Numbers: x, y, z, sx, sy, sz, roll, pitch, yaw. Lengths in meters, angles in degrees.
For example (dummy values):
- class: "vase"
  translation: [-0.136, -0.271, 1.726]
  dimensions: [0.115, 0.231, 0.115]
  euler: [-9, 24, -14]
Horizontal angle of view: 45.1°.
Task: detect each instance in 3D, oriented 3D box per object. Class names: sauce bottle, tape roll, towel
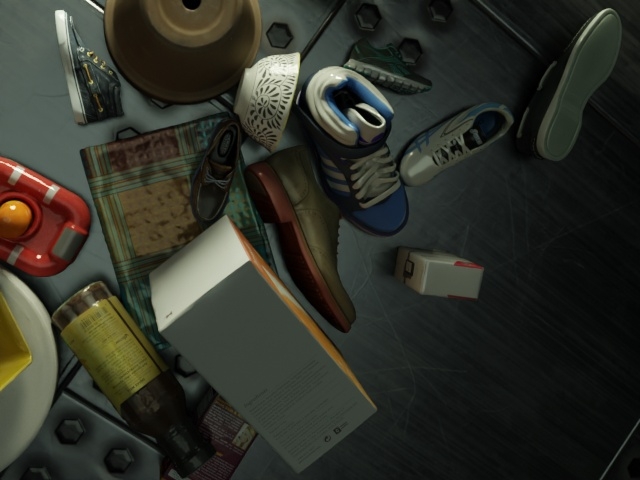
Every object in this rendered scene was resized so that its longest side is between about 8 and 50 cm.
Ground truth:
- class: "sauce bottle"
  translation: [-0.300, 0.232, 1.261]
  dimensions: [0.111, 0.111, 0.344]
  euler: [-36, 86, -8]
- class: "tape roll"
  translation: [-0.611, 0.205, 1.205]
  dimensions: [0.392, 0.072, 0.392]
  euler: [-1, 96, -13]
- class: "towel"
  translation: [-0.231, -0.012, 1.330]
  dimensions: [0.271, 0.040, 0.370]
  euler: [-17, 98, -12]

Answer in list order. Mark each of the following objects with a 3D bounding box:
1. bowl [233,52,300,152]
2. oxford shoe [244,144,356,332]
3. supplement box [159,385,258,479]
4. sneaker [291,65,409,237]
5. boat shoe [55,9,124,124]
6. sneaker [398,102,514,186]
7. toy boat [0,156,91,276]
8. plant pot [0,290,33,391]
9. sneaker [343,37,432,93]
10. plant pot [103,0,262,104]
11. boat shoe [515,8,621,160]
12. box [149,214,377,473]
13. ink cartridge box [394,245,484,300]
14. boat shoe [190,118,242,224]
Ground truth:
- class: "bowl"
  translation: [-0.096, -0.236, 1.265]
  dimensions: [0.080, 0.170, 0.170]
  euler: [14, 91, -13]
- class: "oxford shoe"
  translation: [0.000, 0.000, 1.339]
  dimensions: [0.130, 0.123, 0.348]
  euler: [-32, 112, -20]
- class: "supplement box"
  translation: [-0.189, 0.355, 1.349]
  dimensions: [0.104, 0.081, 0.188]
  euler: [33, 87, -13]
- class: "sneaker"
  translation: [0.072, -0.139, 1.286]
  dimensions: [0.130, 0.236, 0.323]
  euler: [-32, 100, -9]
- class: "boat shoe"
  translation: [-0.378, -0.286, 1.263]
  dimensions: [0.083, 0.065, 0.183]
  euler: [-13, 103, -14]
- class: "sneaker"
  translation: [0.245, -0.178, 1.402]
  dimensions: [0.237, 0.086, 0.085]
  euler: [-34, 103, -7]
- class: "toy boat"
  translation: [-0.484, -0.038, 1.210]
  dimensions: [0.231, 0.151, 0.151]
  euler: [29, 88, -14]
- class: "plant pot"
  translation: [-0.566, 0.141, 1.079]
  dimensions: [0.187, 0.212, 0.212]
  euler: [-22, 99, 2]
- class: "sneaker"
  translation: [0.128, -0.313, 1.376]
  dimensions: [0.166, 0.065, 0.076]
  euler: [16, 87, -15]
- class: "plant pot"
  translation: [-0.212, -0.353, 1.208]
  dimensions: [0.263, 0.229, 0.263]
  euler: [-1, 95, -12]
- class: "boat shoe"
  translation: [0.457, -0.294, 1.437]
  dimensions: [0.114, 0.091, 0.303]
  euler: [33, 85, -33]
- class: "box"
  translation: [-0.095, 0.162, 1.232]
  dimensions: [0.168, 0.215, 0.345]
  euler: [-38, 116, 0]
- class: "ink cartridge box"
  translation: [0.208, 0.057, 1.381]
  dimensions: [0.109, 0.150, 0.063]
  euler: [7, 97, -13]
- class: "boat shoe"
  translation: [-0.175, -0.116, 1.284]
  dimensions: [0.066, 0.066, 0.183]
  euler: [12, 90, -14]
